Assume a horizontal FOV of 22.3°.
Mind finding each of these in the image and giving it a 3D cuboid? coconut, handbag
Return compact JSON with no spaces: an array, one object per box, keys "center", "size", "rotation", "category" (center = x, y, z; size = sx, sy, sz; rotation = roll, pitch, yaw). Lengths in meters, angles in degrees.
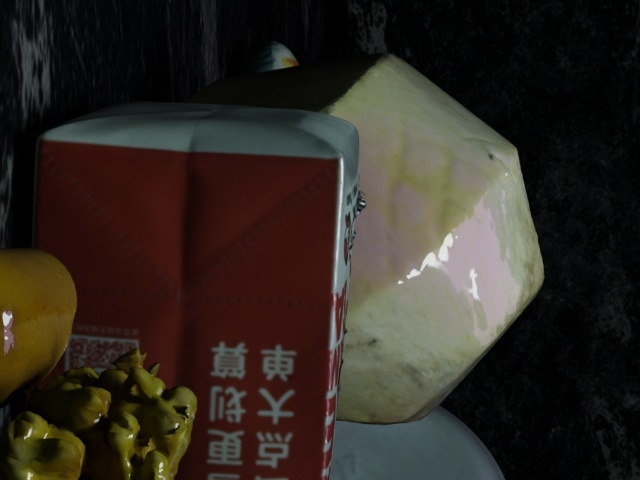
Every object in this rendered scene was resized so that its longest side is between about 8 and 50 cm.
[{"center":[0.000,0.000,1.005],"size":[0.259,0.259,0.259],"rotation":[3,90,-86],"category":"coconut"},{"center":[-0.057,0.085,0.797],"size":[0.171,0.151,0.298],"rotation":[-70,162,-81],"category":"handbag"}]

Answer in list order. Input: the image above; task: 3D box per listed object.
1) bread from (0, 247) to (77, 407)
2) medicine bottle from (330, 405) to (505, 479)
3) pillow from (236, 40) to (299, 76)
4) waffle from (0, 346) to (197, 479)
[{"center":[-0.121,0.034,0.602],"size":[0.103,0.049,0.062],"rotation":[-2,95,-84],"category":"bread"},{"center":[0.021,0.282,1.331],"size":[0.306,0.245,0.245],"rotation":[99,-3,-57],"category":"medicine bottle"},{"center":[-0.043,-0.061,1.434],"size":[0.214,0.086,0.233],"rotation":[-101,-173,-60],"category":"pillow"},{"center":[-0.096,0.134,0.592],"size":[0.193,0.070,0.197],"rotation":[86,24,-81],"category":"waffle"}]
